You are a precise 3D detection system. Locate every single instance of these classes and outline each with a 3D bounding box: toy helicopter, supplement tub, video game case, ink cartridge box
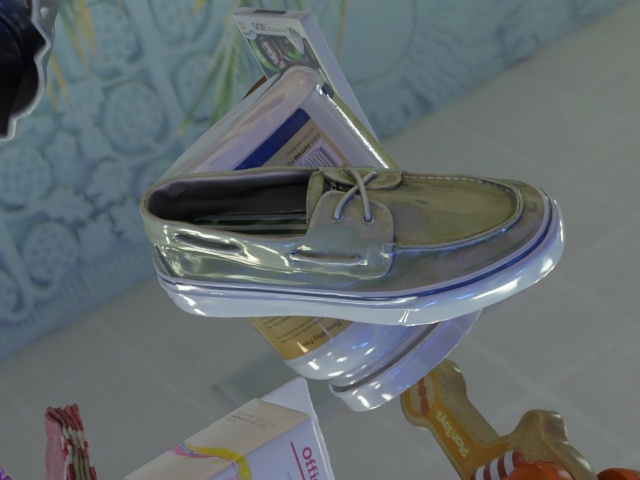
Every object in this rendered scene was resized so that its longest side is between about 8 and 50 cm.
[{"bbox_3d":[0.175,0.258,1.467,0.140,0.235,0.355,9,-153,-33],"label":"toy helicopter"},{"bbox_3d":[0.000,0.000,1.457,0.228,0.316,0.228,-40,-170,8],"label":"supplement tub"},{"bbox_3d":[-0.019,-0.192,1.675,0.022,0.190,0.173,-39,-154,-18],"label":"video game case"},{"bbox_3d":[-0.095,0.334,1.706,0.353,0.207,0.119,-29,-157,-33],"label":"ink cartridge box"}]

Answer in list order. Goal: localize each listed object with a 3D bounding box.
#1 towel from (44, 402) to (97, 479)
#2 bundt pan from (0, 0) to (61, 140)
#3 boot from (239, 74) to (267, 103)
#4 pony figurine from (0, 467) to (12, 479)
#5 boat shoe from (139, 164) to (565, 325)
[{"bbox_3d":[-0.251,0.344,1.400,0.037,0.237,0.329,2,-157,-19],"label":"towel"},{"bbox_3d":[-0.389,-0.240,1.294,0.331,0.331,0.124,-5,-141,18],"label":"bundt pan"},{"bbox_3d":[-0.038,-0.105,2.136,0.109,0.283,0.220,11,179,41],"label":"boot"},{"bbox_3d":[-0.552,0.360,2.062,0.303,0.363,0.351,-2,-165,-24],"label":"pony figurine"},{"bbox_3d":[0.014,-0.004,0.973,0.302,0.094,0.109,-7,-131,17],"label":"boat shoe"}]
